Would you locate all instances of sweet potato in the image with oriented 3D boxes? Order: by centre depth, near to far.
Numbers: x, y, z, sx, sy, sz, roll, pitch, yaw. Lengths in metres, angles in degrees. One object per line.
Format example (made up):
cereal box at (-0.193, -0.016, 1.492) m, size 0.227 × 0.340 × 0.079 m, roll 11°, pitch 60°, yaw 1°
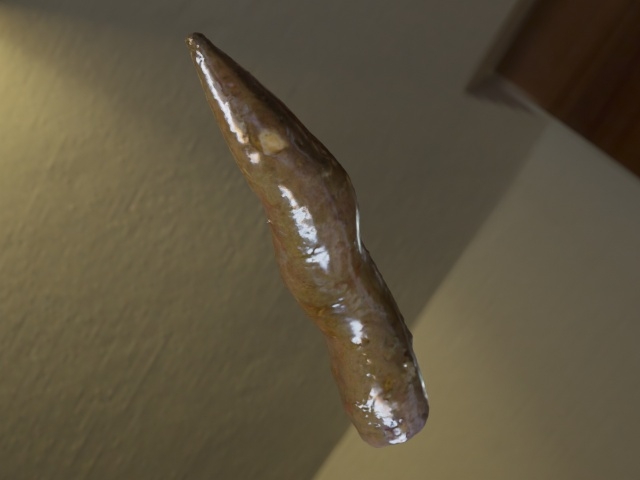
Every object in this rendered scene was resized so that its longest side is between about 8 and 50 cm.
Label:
sweet potato at (0.000, 0.000, 1.013) m, size 0.059 × 0.281 × 0.067 m, roll -22°, pitch -147°, yaw 2°
